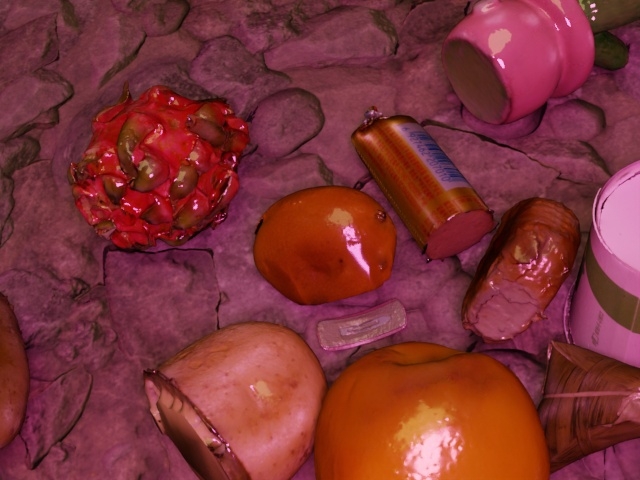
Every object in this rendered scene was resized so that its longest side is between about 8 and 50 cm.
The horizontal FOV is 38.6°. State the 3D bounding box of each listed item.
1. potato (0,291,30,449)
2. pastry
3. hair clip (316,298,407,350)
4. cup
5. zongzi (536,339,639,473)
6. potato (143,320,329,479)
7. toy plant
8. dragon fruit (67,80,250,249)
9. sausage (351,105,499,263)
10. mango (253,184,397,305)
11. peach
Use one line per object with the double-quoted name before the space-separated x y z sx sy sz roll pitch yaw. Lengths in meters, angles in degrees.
"potato" -0.541 0.190 1.380 0.210 0.173 0.307 -30 58 -9
"pastry" 0.274 0.039 1.256 0.100 0.229 0.219 32 78 -1
"hair clip" 0.063 0.127 1.369 0.137 0.022 0.054 -18 57 1
"cup" 0.445 0.046 1.181 0.253 0.274 0.253 -6 57 9
"zongzi" 0.338 0.245 1.124 0.205 0.094 0.205 17 82 62
"potato" -0.098 0.214 1.237 0.242 0.242 0.285 -47 17 -17
"toy plant" 0.387 -0.337 1.462 0.356 0.211 0.317 -27 15 -18
"dragon fruit" -0.256 -0.117 1.479 0.302 0.231 0.237 -26 50 -23
"sausage" 0.141 -0.108 1.448 0.125 0.117 0.317 -35 54 4
"mango" 0.000 0.000 1.394 0.236 0.166 0.136 -16 9 26
"peach" 0.127 0.283 1.114 0.288 0.289 0.308 3 89 15
